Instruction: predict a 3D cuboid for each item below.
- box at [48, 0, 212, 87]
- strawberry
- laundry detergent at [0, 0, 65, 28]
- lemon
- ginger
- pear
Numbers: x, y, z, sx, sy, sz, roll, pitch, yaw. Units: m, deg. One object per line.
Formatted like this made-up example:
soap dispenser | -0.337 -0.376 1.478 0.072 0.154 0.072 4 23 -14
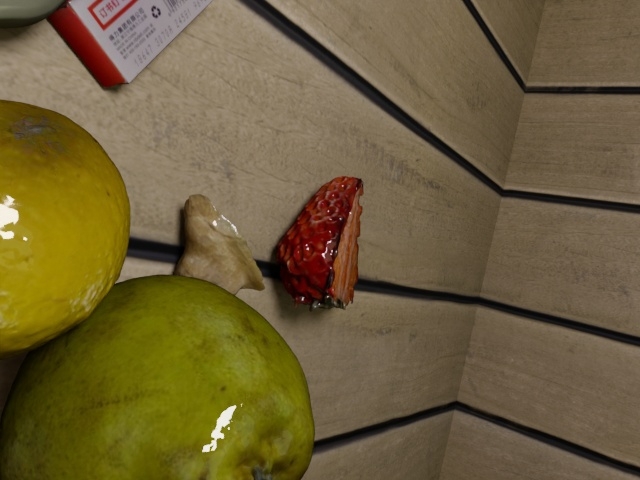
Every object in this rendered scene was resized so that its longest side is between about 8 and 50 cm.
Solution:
box | -0.245 -0.325 0.725 0.229 0.050 0.123 -58 138 -25
strawberry | -0.005 0.008 1.080 0.253 0.150 0.280 -24 119 -72
laundry detergent | -0.310 -0.353 0.575 0.253 0.091 0.181 -47 125 -29
lemon | -0.321 -0.015 0.526 0.260 0.284 0.261 -11 118 -21
ginger | -0.194 0.024 0.861 0.122 0.115 0.193 -35 117 -24
pear | -0.200 0.205 0.657 0.352 0.413 0.352 1 88 -45
